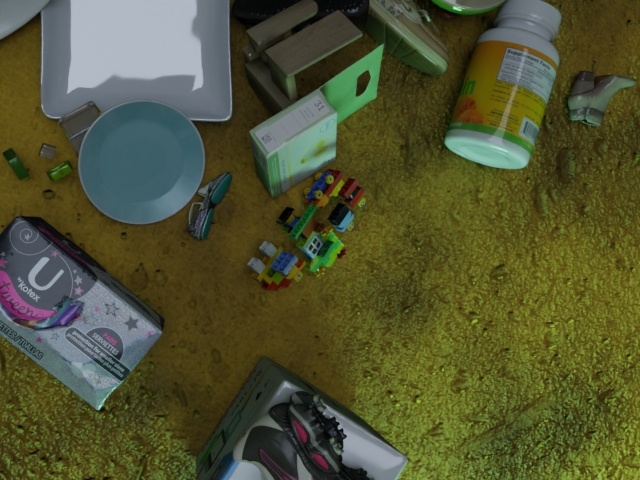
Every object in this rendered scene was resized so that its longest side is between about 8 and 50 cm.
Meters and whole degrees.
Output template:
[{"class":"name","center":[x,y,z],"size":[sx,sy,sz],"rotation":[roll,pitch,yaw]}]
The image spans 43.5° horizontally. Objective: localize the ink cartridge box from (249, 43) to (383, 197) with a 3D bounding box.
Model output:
[{"class":"ink cartridge box","center":[0.008,-0.171,1.189],"size":[0.235,0.171,0.056],"rotation":[-33,76,-10]}]

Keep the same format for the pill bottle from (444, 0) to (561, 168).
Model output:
[{"class":"pill bottle","center":[0.295,-0.248,1.265],"size":[0.136,0.136,0.246],"rotation":[19,85,-10]}]

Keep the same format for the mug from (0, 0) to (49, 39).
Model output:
[{"class":"mug","center":[-0.494,-0.473,1.032],"size":[0.374,0.276,0.328],"rotation":[-34,86,3]}]

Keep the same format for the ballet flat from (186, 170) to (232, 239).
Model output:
[{"class":"ballet flat","center":[-0.174,-0.058,1.222],"size":[0.041,0.041,0.114],"rotation":[24,84,-10]}]

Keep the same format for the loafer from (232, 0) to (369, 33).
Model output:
[{"class":"loafer","center":[-0.030,-0.336,1.210],"size":[0.220,0.078,0.080],"rotation":[9,62,20]}]

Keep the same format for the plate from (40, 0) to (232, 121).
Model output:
[{"class":"plate","center":[-0.273,-0.315,1.200],"size":[0.278,0.045,0.277],"rotation":[-1,91,-11]}]

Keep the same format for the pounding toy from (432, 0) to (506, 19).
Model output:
[{"class":"pounding toy","center":[0.193,-0.440,1.268],"size":[0.237,0.110,0.183],"rotation":[34,76,-3]}]

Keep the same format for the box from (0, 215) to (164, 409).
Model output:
[{"class":"box","center":[-0.353,0.093,1.118],"size":[0.247,0.163,0.142],"rotation":[40,84,-9]}]

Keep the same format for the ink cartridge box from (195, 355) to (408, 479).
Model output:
[{"class":"ink cartridge box","center":[-0.041,0.307,1.124],"size":[0.197,0.270,0.198],"rotation":[34,83,-7]}]

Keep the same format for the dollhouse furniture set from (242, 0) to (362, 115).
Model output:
[{"class":"dollhouse furniture set","center":[-0.027,-0.262,1.169],"size":[0.123,0.151,0.144],"rotation":[-32,63,-13]}]

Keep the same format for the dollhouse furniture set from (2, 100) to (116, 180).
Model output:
[{"class":"dollhouse furniture set","center":[-0.379,-0.140,1.168],"size":[0.151,0.058,0.076],"rotation":[-33,118,-14]}]

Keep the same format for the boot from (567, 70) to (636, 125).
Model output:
[{"class":"boot","center":[0.471,-0.237,1.352],"size":[0.118,0.042,0.087],"rotation":[5,95,-10]}]

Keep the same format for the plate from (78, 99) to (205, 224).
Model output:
[{"class":"plate","center":[-0.263,-0.116,1.185],"size":[0.188,0.024,0.188],"rotation":[-10,113,-24]}]

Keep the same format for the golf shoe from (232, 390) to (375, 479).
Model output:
[{"class":"golf shoe","center":[0.011,0.316,0.958],"size":[0.120,0.105,0.273],"rotation":[-34,88,6]}]

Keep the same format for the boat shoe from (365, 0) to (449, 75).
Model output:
[{"class":"boat shoe","center":[0.101,-0.371,1.244],"size":[0.285,0.104,0.089],"rotation":[41,85,-7]}]

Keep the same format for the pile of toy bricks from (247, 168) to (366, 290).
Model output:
[{"class":"pile of toy bricks","center":[0.000,0.000,1.231],"size":[0.212,0.118,0.105],"rotation":[-54,131,-16]}]
